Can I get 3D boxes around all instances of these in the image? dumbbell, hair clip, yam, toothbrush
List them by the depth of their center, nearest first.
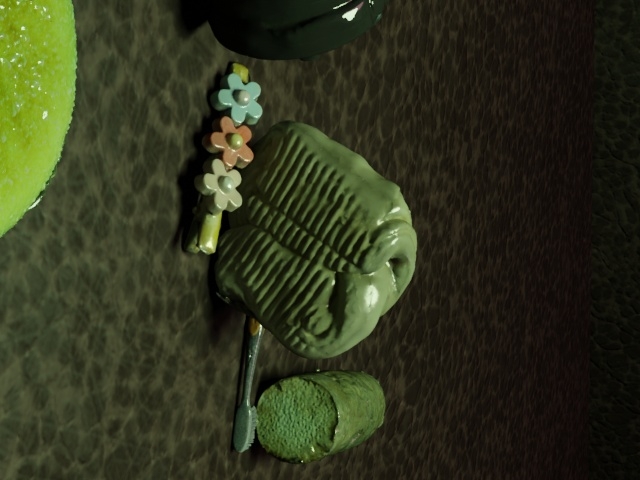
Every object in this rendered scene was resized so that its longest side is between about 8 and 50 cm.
[{"bbox_3d":[-0.044,-0.327,1.109,0.388,0.185,0.185,75,31,-42],"label":"dumbbell"},{"bbox_3d":[-0.095,-0.087,1.224,0.062,0.056,0.214,24,71,-32],"label":"hair clip"},{"bbox_3d":[-0.068,0.078,1.375,0.031,0.023,0.321,4,93,-75],"label":"toothbrush"},{"bbox_3d":[0.007,0.208,1.481,0.194,0.107,0.107,7,90,-68],"label":"yam"}]

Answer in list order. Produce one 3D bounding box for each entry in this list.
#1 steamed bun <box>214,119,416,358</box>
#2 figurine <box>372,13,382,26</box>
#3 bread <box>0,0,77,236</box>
[{"bbox_3d":[-0.001,0.002,1.294,0.211,0.218,0.144,-59,161,11],"label":"steamed bun"},{"bbox_3d":[0.038,-0.299,1.462,0.086,0.087,0.149,63,12,21],"label":"figurine"},{"bbox_3d":[-0.251,-0.123,0.851,0.301,0.045,0.301,8,90,-68],"label":"bread"}]
